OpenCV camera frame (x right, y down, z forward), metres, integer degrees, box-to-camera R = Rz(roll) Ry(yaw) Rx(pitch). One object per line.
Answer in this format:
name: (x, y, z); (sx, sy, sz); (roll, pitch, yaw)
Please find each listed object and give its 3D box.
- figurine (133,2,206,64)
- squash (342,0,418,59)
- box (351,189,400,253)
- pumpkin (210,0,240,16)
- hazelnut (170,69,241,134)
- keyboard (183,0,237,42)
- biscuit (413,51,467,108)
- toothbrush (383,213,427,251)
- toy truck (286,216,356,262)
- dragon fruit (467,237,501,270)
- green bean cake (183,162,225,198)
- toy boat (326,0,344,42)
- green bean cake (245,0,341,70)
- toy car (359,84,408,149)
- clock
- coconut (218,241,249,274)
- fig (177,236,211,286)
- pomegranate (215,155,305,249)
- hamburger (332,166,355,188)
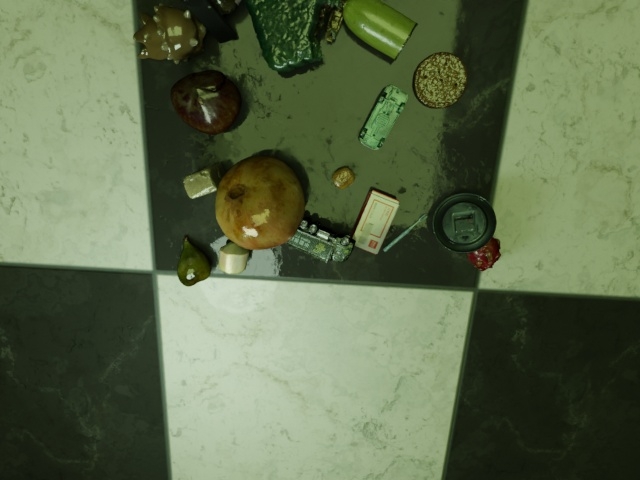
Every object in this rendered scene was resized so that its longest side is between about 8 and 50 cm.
figurine: (-0.507, -0.682, 1.351); (0.247, 0.173, 0.177); (10, 107, -2)
squash: (0.184, -0.718, 1.345); (0.247, 0.132, 0.133); (30, 105, -6)
box: (0.208, -0.072, 1.579); (0.122, 0.050, 0.230); (21, 107, -5)
pumpkin: (-0.366, -0.853, 1.287); (0.260, 0.189, 0.261); (1, 107, 3)
hazelnut: (-0.387, -0.469, 1.397); (0.233, 0.218, 0.218); (-11, 106, 3)
keyboard: (-0.351, -0.716, 1.316); (0.072, 0.231, 0.023); (-11, 82, 14)
biscuit: (0.422, -0.561, 1.437); (0.187, 0.027, 0.188); (0, 105, 1)
toothbrush: (0.333, -0.028, 1.605); (0.219, 0.019, 0.016); (-40, 107, 12)
toy truck: (0.000, 0.000, 1.565); (0.258, 0.088, 0.121); (23, 106, 7)
dragon fruit: (0.622, 0.030, 1.562); (0.133, 0.136, 0.166); (-22, 86, 17)
green bean cake: (-0.415, -0.220, 1.486); (0.109, 0.179, 0.085); (-17, 107, 9)
toy boat: (0.052, -0.748, 1.379); (0.047, 0.049, 0.149); (19, 107, -5)
green bean cake: (-0.066, -0.732, 1.312); (0.300, 0.169, 0.308); (-14, 103, 16)
toy car: (0.221, -0.436, 1.456); (0.090, 0.076, 0.224); (26, 114, -8)
clock: (0.534, -0.063, 1.519); (0.225, 0.049, 0.226); (-3, 82, 24)
coconut: (-0.343, 0.062, 1.607); (0.116, 0.116, 0.122); (12, 105, -2)
fig: (-0.519, 0.089, 1.613); (0.132, 0.127, 0.185); (-21, 109, 21)
pomegranate: (-0.204, -0.124, 1.456); (0.337, 0.338, 0.339); (0, 107, 2)
hamburger: (0.088, -0.236, 1.537); (0.083, 0.044, 0.076); (-39, 101, 15)
